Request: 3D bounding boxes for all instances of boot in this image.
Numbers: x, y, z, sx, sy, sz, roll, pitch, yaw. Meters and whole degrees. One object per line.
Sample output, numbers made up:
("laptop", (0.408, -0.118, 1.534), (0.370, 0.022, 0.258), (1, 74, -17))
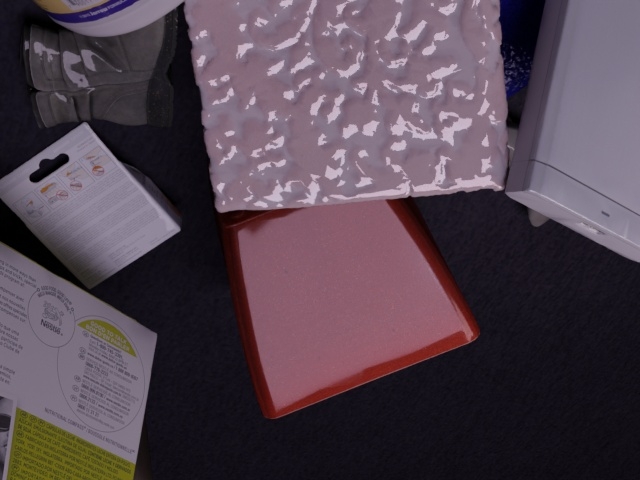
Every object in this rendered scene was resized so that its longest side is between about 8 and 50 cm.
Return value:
("boot", (-0.230, -0.211, 1.237), (0.161, 0.083, 0.247), (-1, 132, -12))

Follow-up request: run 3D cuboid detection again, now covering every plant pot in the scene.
("plant pot", (0.000, 0.000, 1.413), (0.267, 0.267, 0.236), (-21, 122, 1))

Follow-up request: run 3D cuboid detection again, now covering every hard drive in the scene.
("hard drive", (0.324, -0.179, 1.313), (0.233, 0.353, 0.047), (23, 165, -36))

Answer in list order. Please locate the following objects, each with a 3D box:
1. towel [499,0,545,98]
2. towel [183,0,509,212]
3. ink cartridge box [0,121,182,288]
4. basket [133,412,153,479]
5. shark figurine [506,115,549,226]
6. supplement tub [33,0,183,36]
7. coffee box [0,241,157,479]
("towel", (0.133, -0.247, 1.330), (0.227, 0.076, 0.308), (-32, 135, 13))
("towel", (0.025, -0.200, 1.215), (0.316, 0.053, 0.332), (-6, 105, 3))
("ink cartridge box", (-0.274, -0.044, 1.422), (0.145, 0.045, 0.179), (-32, 117, 13))
("basket", (-0.293, 0.255, 1.559), (0.154, 0.227, 0.204), (-9, 135, -11))
("shark figurine", (0.242, -0.094, 1.496), (0.278, 0.116, 0.166), (19, 123, -36))
("supplement tub", (-0.232, -0.352, 0.977), (0.241, 0.241, 0.331), (-34, 134, 14))
("coffee box", (-0.431, 0.213, 1.327), (0.337, 0.334, 0.338), (-19, 142, 34))
